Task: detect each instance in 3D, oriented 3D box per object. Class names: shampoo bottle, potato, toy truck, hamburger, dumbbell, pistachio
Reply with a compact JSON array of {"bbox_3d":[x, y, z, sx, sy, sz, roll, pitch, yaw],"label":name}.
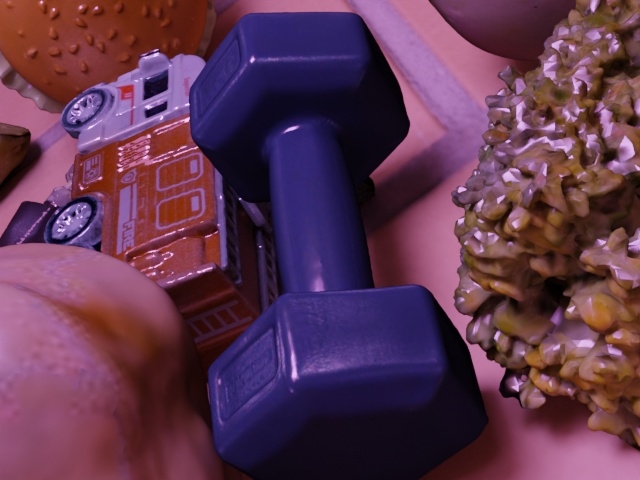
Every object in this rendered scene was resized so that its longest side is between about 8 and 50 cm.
[{"bbox_3d":[-0.290,0.008,0.971,0.063,0.057,0.207,2,56,43],"label":"shampoo bottle"},{"bbox_3d":[-0.406,-0.083,1.171,0.149,0.081,0.120,16,101,38],"label":"potato"},{"bbox_3d":[-0.122,-0.028,0.797,0.162,0.136,0.305,-23,44,14],"label":"toy truck"},{"bbox_3d":[-0.241,-0.263,1.017,0.274,0.274,0.212,-43,36,-1],"label":"hamburger"},{"bbox_3d":[0.000,0.000,0.610,0.144,0.156,0.316,-22,50,15],"label":"dumbbell"},{"bbox_3d":[-0.218,0.210,0.554,0.365,0.281,0.445,25,84,30],"label":"pistachio"}]

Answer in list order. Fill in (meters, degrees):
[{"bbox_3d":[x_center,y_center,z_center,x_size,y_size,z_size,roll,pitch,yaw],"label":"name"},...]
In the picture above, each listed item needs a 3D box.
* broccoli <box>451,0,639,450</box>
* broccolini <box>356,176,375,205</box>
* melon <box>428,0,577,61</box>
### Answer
[{"bbox_3d":[0.176,-0.028,0.485,0.273,0.180,0.242,4,62,44],"label":"broccoli"},{"bbox_3d":[0.000,-0.063,0.801,0.030,0.035,0.140,-43,36,-6],"label":"broccolini"},{"bbox_3d":[0.204,-0.261,0.654,0.317,0.223,0.223,-35,38,13],"label":"melon"}]
